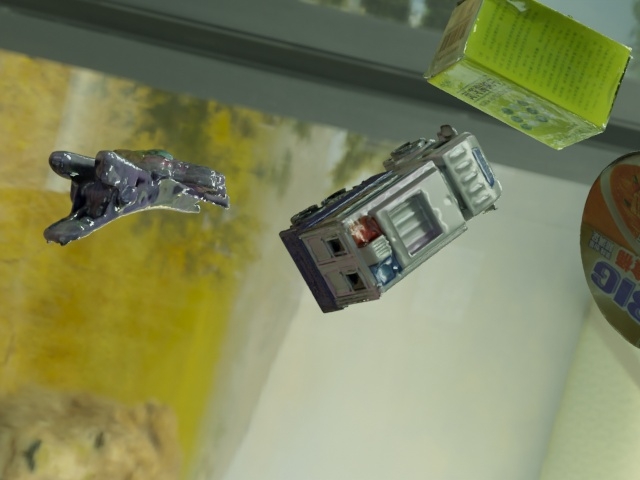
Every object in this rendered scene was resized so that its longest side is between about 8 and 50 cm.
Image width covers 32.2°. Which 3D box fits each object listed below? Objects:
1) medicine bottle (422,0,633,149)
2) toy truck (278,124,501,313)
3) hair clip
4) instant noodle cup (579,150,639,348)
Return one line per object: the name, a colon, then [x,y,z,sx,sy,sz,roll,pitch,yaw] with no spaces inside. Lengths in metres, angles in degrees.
medicine bottle: [0.299,-0.251,1.606,0.141,0.250,0.137,-68,-168,-10]
toy truck: [0.100,-0.032,1.302,0.268,0.124,0.155,-35,-169,-32]
hair clip: [-0.178,-0.057,1.143,0.278,0.137,0.090,-21,115,-64]
instant noodle cup: [0.539,0.001,1.552,0.296,0.214,0.296,30,-54,53]
